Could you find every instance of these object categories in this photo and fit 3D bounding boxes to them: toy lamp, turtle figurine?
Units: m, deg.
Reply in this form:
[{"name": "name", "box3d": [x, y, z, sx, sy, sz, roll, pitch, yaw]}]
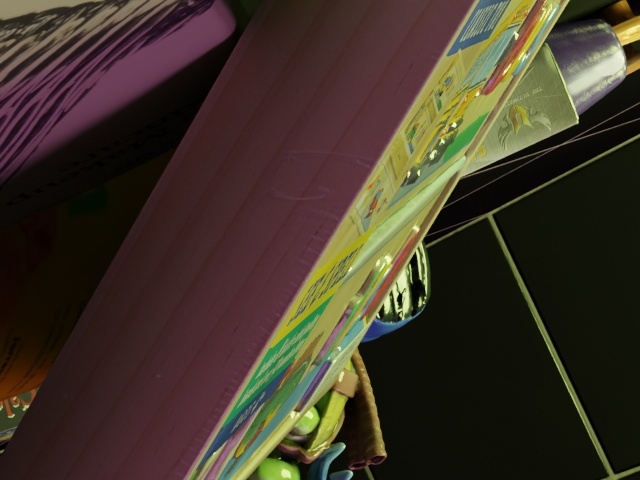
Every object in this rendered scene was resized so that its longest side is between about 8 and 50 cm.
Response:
[{"name": "toy lamp", "box3d": [0.087, -0.086, 1.302, 0.274, 0.080, 0.080, -23, 175, -10]}, {"name": "turtle figurine", "box3d": [-0.062, 0.051, 1.386, 0.266, 0.274, 0.198, -66, 159, -8]}]

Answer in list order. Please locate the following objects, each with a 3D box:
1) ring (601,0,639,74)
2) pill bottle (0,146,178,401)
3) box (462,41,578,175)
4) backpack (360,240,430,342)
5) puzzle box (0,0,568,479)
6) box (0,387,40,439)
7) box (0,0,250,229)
[{"name": "ring", "box3d": [0.190, -0.137, 1.529, 0.336, 0.032, 0.336, -26, 175, -2]}, {"name": "pill bottle", "box3d": [-0.119, -0.012, 0.708, 0.136, 0.136, 0.245, -28, 175, 32]}, {"name": "box", "box3d": [0.026, -0.057, 1.161, 0.231, 0.056, 0.183, -25, -169, -9]}, {"name": "backpack", "box3d": [0.000, 0.000, 0.978, 0.101, 0.120, 0.098, -27, 175, 33]}, {"name": "puzzle box", "box3d": [0.011, -0.021, 0.680, 0.272, 0.052, 0.409, -60, 174, 15]}, {"name": "box", "box3d": [-0.247, 0.117, 1.132, 0.233, 0.044, 0.159, -18, 175, -25]}, {"name": "box", "box3d": [-0.088, -0.073, 0.456, 0.113, 0.094, 0.275, -26, 175, 3]}]
